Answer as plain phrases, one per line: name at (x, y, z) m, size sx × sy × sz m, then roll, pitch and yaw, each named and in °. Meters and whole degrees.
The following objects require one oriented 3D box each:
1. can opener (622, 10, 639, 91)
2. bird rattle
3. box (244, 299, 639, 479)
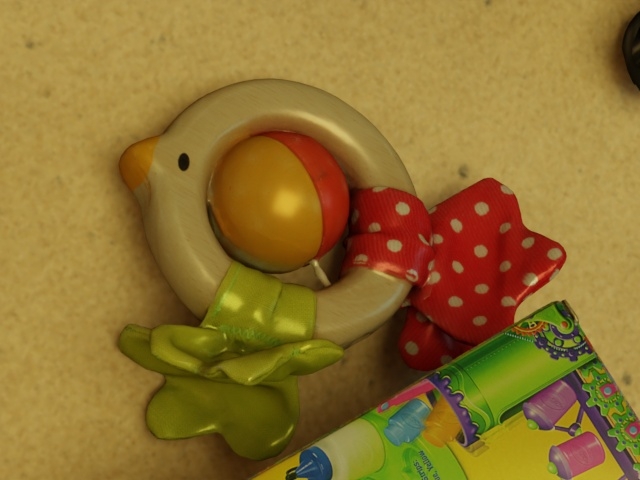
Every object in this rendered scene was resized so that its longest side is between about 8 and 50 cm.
can opener at (0.254, -0.156, 1.186) m, size 0.059 × 0.073 × 0.186 m, roll 48°, pitch 65°, yaw -7°
bird rattle at (0.000, 0.000, 1.054) m, size 0.253 × 0.143 × 0.207 m, roll -27°, pitch 83°, yaw -22°
box at (0.072, 0.235, 0.986) m, size 0.279 × 0.177 × 0.290 m, roll -29°, pitch 79°, yaw -12°
